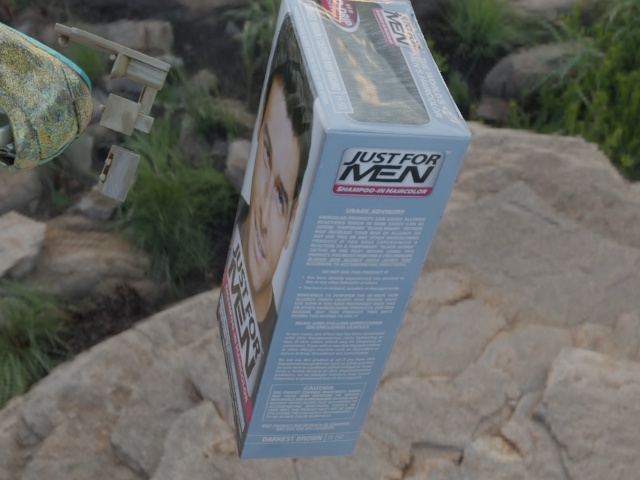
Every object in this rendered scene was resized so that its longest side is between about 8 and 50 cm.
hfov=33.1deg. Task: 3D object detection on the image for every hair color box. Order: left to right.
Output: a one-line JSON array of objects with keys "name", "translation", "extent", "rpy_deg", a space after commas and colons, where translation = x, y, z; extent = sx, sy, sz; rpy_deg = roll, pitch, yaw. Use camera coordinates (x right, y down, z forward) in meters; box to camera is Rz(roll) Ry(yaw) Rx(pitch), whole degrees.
[{"name": "hair color box", "translation": [0.000, 0.000, 0.914], "extent": [0.113, 0.375, 0.185], "rpy_deg": [2, 43, -17]}]

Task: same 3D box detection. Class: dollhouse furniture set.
[{"name": "dollhouse furniture set", "translation": [-0.243, -0.137, 1.133], "extent": [0.123, 0.144, 0.151], "rpy_deg": [20, 92, -15]}]

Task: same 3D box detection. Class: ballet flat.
[{"name": "ballet flat", "translation": [-0.352, -0.167, 0.867], "extent": [0.348, 0.123, 0.123], "rpy_deg": [31, 59, -3]}]
